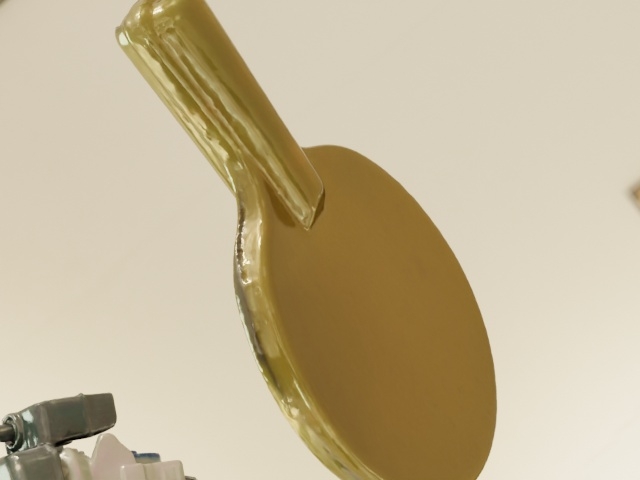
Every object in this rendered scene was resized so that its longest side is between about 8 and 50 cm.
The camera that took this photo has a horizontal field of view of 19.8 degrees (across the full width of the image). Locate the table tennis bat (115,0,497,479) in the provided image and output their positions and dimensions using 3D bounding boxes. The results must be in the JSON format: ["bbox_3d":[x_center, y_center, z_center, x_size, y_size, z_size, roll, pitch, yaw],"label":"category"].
[{"bbox_3d":[0.000,0.000,0.976,0.321,0.050,0.198,54,-143,-16],"label":"table tennis bat"}]

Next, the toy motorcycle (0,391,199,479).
[{"bbox_3d":[-0.156,0.129,0.820,0.150,0.221,0.102,3,-107,-39],"label":"toy motorcycle"}]
